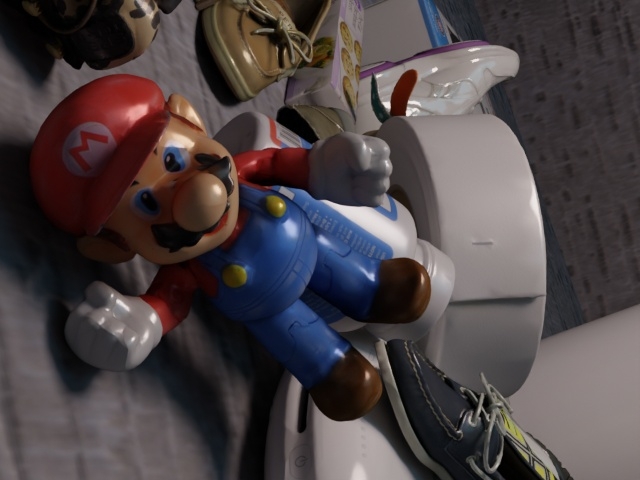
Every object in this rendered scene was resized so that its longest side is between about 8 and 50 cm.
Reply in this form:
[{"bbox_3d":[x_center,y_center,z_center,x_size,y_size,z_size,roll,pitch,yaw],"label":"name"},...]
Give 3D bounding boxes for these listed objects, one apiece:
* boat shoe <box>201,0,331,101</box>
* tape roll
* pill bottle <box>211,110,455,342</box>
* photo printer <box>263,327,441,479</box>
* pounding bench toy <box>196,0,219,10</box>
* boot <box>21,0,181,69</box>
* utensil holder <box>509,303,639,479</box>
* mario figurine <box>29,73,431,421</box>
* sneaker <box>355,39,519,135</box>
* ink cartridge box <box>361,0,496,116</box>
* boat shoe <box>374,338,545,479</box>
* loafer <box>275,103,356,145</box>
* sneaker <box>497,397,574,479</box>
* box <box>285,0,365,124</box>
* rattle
[{"bbox_3d":[-0.052,-0.229,1.347,0.105,0.089,0.285,63,18,-21],"label":"boat shoe"},{"bbox_3d":[0.121,0.018,1.259,0.286,0.100,0.286,178,-90,-77],"label":"tape roll"},{"bbox_3d":[0.000,0.000,1.057,0.221,0.124,0.124,32,33,-24],"label":"pill bottle"},{"bbox_3d":[0.054,0.235,1.092,0.307,0.107,0.256,62,18,-22],"label":"photo printer"},{"bbox_3d":[-0.112,-0.285,1.293,0.065,0.052,0.083,58,20,-30],"label":"pounding bench toy"},{"bbox_3d":[-0.198,-0.220,0.820,0.284,0.138,0.377,52,16,-42],"label":"boot"},{"bbox_3d":[0.420,0.248,1.662,0.327,0.385,0.328,-21,90,-80],"label":"utensil holder"},{"bbox_3d":[-0.051,0.008,0.864,0.320,0.170,0.198,35,42,-34],"label":"mario figurine"},{"bbox_3d":[0.143,-0.175,1.693,0.305,0.114,0.152,-20,98,-31],"label":"sneaker"},{"bbox_3d":[0.170,-0.212,1.941,0.307,0.129,0.223,29,42,-65],"label":"ink cartridge box"},{"bbox_3d":[0.123,0.163,1.067,0.254,0.079,0.095,57,19,-33],"label":"boat shoe"},{"bbox_3d":[-0.004,-0.045,1.313,0.087,0.094,0.251,20,38,-32],"label":"loafer"},{"bbox_3d":[0.181,0.269,1.439,0.385,0.145,0.147,56,29,-10],"label":"sneaker"},{"bbox_3d":[0.010,-0.231,1.584,0.067,0.063,0.324,60,19,-27],"label":"box"},{"bbox_3d":[0.067,-0.076,1.450,0.143,0.130,0.200,-39,151,-33],"label":"rattle"}]
